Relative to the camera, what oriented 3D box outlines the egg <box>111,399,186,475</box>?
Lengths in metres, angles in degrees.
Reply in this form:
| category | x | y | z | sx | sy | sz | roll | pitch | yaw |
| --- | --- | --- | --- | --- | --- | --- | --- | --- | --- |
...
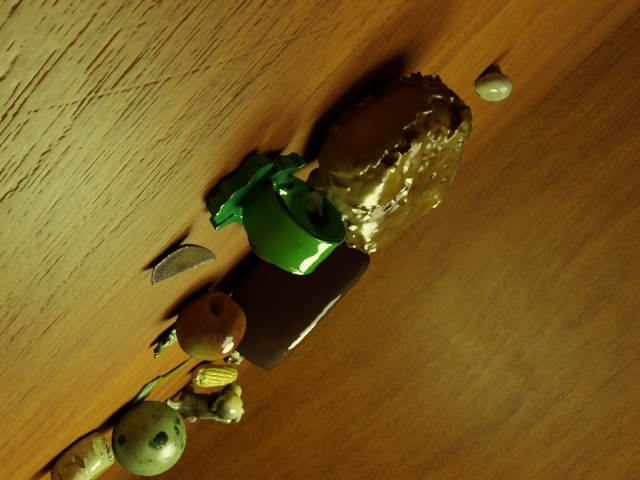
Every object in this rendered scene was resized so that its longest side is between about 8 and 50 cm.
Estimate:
| category | x | y | z | sx | sy | sz | roll | pitch | yaw |
| --- | --- | --- | --- | --- | --- | --- | --- | --- | --- |
| egg | -0.423 | 0.481 | 1.708 | 0.177 | 0.177 | 0.228 | -38 | -173 | -23 |

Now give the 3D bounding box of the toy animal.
| category | x | y | z | sx | sy | sz | roll | pitch | yaw |
| --- | --- | --- | --- | --- | --- | --- | --- | --- | --- |
| toy animal | -0.334 | 0.498 | 2.131 | 0.233 | 0.121 | 0.168 | -2 | 167 | 11 |

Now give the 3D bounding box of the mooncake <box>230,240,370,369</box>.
| category | x | y | z | sx | sy | sz | roll | pitch | yaw |
| --- | --- | --- | --- | --- | --- | --- | --- | --- | --- |
| mooncake | -0.049 | 0.091 | 1.421 | 0.326 | 0.174 | 0.334 | -51 | 177 | 39 |

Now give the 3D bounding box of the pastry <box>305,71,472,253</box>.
| category | x | y | z | sx | sy | sz | roll | pitch | yaw |
| --- | --- | --- | --- | --- | --- | --- | --- | --- | --- |
| pastry | 0.096 | -0.123 | 1.069 | 0.255 | 0.162 | 0.311 | -27 | 156 | -23 |

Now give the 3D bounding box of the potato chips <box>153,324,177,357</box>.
| category | x | y | z | sx | sy | sz | roll | pitch | yaw |
| --- | --- | --- | --- | --- | --- | --- | --- | --- | --- |
| potato chips | -0.250 | 0.166 | 1.392 | 0.207 | 0.028 | 0.092 | -30 | 167 | -49 |

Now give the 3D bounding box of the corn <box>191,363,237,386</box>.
| category | x | y | z | sx | sy | sz | roll | pitch | yaw |
| --- | --- | --- | --- | --- | --- | --- | --- | --- | --- |
| corn | -0.310 | 0.394 | 2.041 | 0.067 | 0.067 | 0.206 | -44 | 159 | 11 |

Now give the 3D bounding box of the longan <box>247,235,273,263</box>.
| category | x | y | z | sx | sy | sz | roll | pitch | yaw |
| --- | --- | --- | --- | --- | --- | --- | --- | --- | --- |
| longan | -0.061 | -0.017 | 1.098 | 0.119 | 0.106 | 0.106 | -39 | 175 | 34 |

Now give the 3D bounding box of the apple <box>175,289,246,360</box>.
| category | x | y | z | sx | sy | sz | roll | pitch | yaw |
| --- | --- | --- | --- | --- | --- | --- | --- | --- | --- |
| apple | -0.197 | 0.155 | 1.259 | 0.126 | 0.126 | 0.102 | -35 | 163 | -39 |

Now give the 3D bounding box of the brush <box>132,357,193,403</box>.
| category | x | y | z | sx | sy | sz | roll | pitch | yaw |
| --- | --- | --- | --- | --- | --- | --- | --- | --- | --- |
| brush | -0.376 | 0.334 | 1.724 | 0.083 | 0.011 | 0.205 | -50 | 169 | 35 |

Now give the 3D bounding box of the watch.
| category | x | y | z | sx | sy | sz | roll | pitch | yaw |
| --- | --- | --- | --- | --- | --- | --- | --- | --- | --- |
| watch | -0.054 | -0.024 | 0.922 | 0.131 | 0.152 | 0.165 | -43 | 174 | 23 |

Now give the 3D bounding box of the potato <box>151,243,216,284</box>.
| category | x | y | z | sx | sy | sz | roll | pitch | yaw |
| --- | --- | --- | --- | --- | --- | --- | --- | --- | --- |
| potato | -0.192 | 0.023 | 0.945 | 0.093 | 0.036 | 0.037 | -23 | -155 | -10 |

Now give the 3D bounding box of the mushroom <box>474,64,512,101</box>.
| category | x | y | z | sx | sy | sz | roll | pitch | yaw |
| --- | --- | --- | --- | --- | --- | --- | --- | --- | --- |
| mushroom | 0.394 | -0.361 | 1.585 | 0.085 | 0.085 | 0.079 | 103 | -7 | -75 |

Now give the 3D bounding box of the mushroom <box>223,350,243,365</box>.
| category | x | y | z | sx | sy | sz | roll | pitch | yaw |
| --- | --- | --- | --- | --- | --- | --- | --- | --- | --- |
| mushroom | -0.225 | 0.306 | 2.118 | 0.187 | 0.061 | 0.060 | -48 | -161 | 9 |

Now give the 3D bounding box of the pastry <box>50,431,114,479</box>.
| category | x | y | z | sx | sy | sz | roll | pitch | yaw |
| --- | --- | --- | --- | --- | --- | --- | --- | --- | --- |
| pastry | -0.546 | 0.514 | 1.595 | 0.166 | 0.088 | 0.166 | -41 | 170 | -9 |
